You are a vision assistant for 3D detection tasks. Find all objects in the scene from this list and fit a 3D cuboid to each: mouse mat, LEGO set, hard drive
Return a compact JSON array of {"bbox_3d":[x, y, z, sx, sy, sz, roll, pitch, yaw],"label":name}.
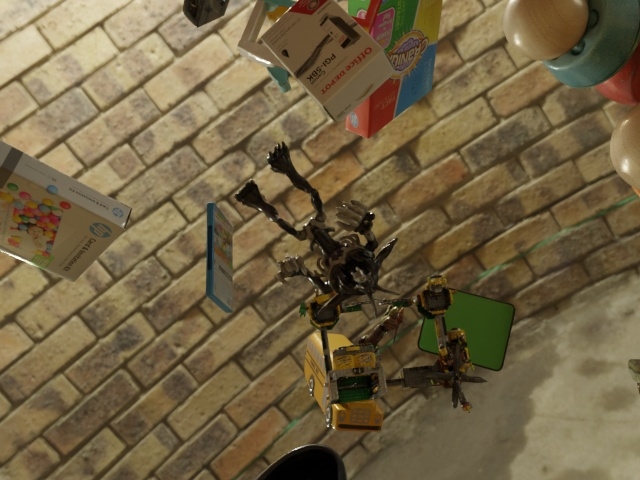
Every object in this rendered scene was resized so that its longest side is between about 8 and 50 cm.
[{"bbox_3d":[0.319,0.190,1.404,0.007,0.189,0.153,59,-133,-75],"label":"mouse mat"},{"bbox_3d":[0.123,0.178,1.157,0.331,0.255,0.192,1,-17,0],"label":"LEGO set"},{"bbox_3d":[-0.194,-0.556,1.248,0.172,0.054,0.255,-65,1,-59],"label":"hard drive"}]

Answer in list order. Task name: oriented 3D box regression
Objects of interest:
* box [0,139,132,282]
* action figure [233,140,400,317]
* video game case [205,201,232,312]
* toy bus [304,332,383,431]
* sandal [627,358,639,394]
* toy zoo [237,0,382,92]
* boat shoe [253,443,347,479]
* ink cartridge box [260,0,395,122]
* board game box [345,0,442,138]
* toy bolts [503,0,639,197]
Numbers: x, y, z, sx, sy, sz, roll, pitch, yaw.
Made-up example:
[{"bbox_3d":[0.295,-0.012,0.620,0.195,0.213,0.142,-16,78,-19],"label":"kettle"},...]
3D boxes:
[{"bbox_3d":[-0.334,-0.033,0.729,0.145,0.186,0.038,-36,37,37],"label":"box"},{"bbox_3d":[0.000,0.000,0.914,0.164,0.276,0.141,-45,-5,6],"label":"action figure"},{"bbox_3d":[-0.176,0.032,1.120,0.015,0.166,0.119,-6,-21,7],"label":"video game case"},{"bbox_3d":[0.049,0.316,1.448,0.332,0.108,0.130,-150,69,-76],"label":"toy bus"},{"bbox_3d":[0.512,0.215,0.932,0.120,0.086,0.302,-8,-11,29],"label":"sandal"},{"bbox_3d":[-0.008,-0.366,1.028,0.030,0.192,0.293,69,-141,-74],"label":"toy zoo"},{"bbox_3d":[-0.100,0.424,0.750,0.186,0.156,0.500,17,29,23],"label":"boat shoe"},{"bbox_3d":[0.008,-0.227,0.776,0.099,0.135,0.056,-42,-22,7],"label":"ink cartridge box"},{"bbox_3d":[0.150,-0.398,1.294,0.064,0.317,0.242,31,55,27],"label":"board game box"},{"bbox_3d":[0.243,-0.144,0.438,0.228,0.158,0.218,53,134,46],"label":"toy bolts"}]
